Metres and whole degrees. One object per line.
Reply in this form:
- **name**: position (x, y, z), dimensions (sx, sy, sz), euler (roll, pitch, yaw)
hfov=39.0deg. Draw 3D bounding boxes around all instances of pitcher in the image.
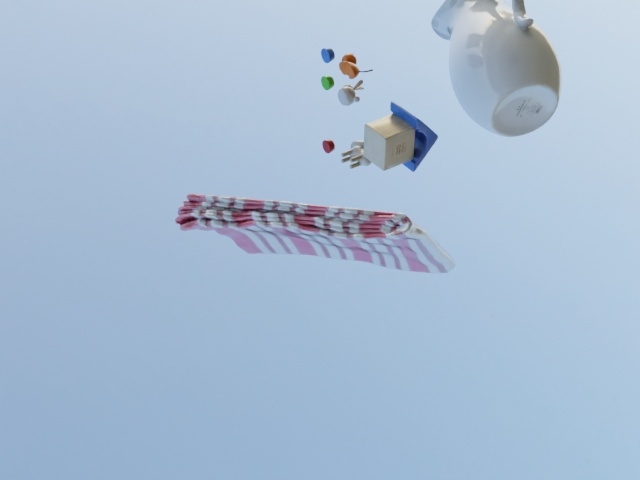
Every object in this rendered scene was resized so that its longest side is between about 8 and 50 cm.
- **pitcher**: position (0.214, -0.242, 1.069), dimensions (0.125, 0.178, 0.207), euler (-3, -128, -16)

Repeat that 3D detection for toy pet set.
- **toy pet set**: position (0.059, -0.128, 0.915), dimensions (0.065, 0.114, 0.122), euler (-24, -45, -26)

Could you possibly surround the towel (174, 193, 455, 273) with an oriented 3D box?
- **towel**: position (0.000, 0.000, 0.726), dimensions (0.144, 0.197, 0.029), euler (29, -110, -65)
